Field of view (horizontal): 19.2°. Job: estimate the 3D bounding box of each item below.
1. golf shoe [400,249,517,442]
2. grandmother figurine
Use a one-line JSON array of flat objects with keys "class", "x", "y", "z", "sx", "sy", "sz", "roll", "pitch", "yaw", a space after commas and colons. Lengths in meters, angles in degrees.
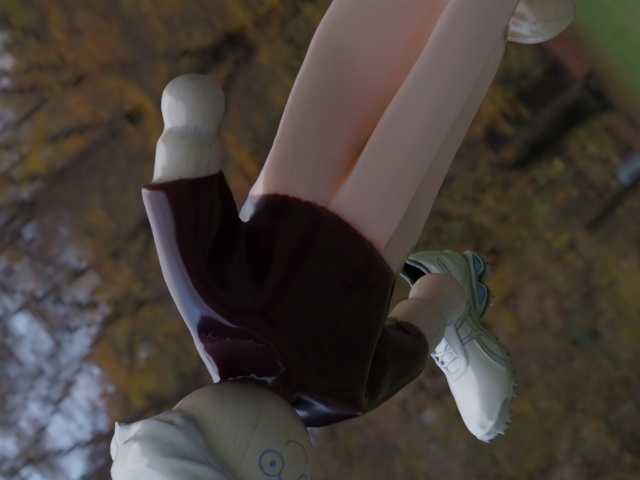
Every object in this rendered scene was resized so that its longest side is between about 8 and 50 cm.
[{"class": "golf shoe", "x": 0.106, "y": 0.086, "z": 1.560, "sx": 0.086, "sy": 0.069, "sz": 0.176, "roll": 10, "pitch": -130, "yaw": -30}, {"class": "grandmother figurine", "x": 0.000, "y": 0.000, "z": 0.852, "sx": 0.208, "sy": 0.342, "sz": 0.104, "roll": 34, "pitch": 157, "yaw": -28}]
